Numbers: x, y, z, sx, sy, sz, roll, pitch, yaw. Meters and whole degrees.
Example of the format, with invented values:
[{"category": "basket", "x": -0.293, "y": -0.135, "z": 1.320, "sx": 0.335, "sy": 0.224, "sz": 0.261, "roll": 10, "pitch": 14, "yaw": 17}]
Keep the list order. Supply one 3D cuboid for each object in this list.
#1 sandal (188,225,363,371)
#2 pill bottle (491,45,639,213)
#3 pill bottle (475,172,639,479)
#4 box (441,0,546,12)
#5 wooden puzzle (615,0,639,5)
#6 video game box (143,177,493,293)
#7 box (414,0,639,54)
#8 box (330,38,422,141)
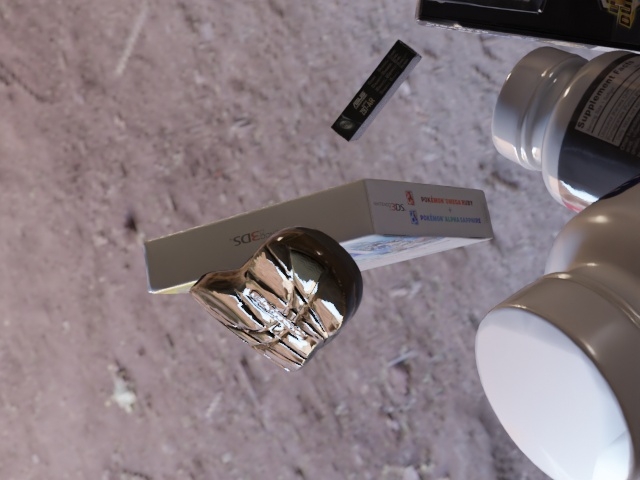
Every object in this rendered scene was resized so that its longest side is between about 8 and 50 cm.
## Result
[{"category": "sandal", "x": -0.021, "y": 0.027, "z": 0.821, "sx": 0.090, "sy": 0.060, "sz": 0.219, "roll": 42, "pitch": 156, "yaw": -2}, {"category": "pill bottle", "x": 0.338, "y": -0.089, "z": 1.323, "sx": 0.318, "sy": 0.176, "sz": 0.176, "roll": 29, "pitch": 127, "yaw": 36}, {"category": "pill bottle", "x": 0.159, "y": 0.021, "z": 0.534, "sx": 0.112, "sy": 0.186, "sz": 0.112, "roll": 42, "pitch": 148, "yaw": 34}, {"category": "box", "x": 0.113, "y": -0.364, "z": 1.087, "sx": 0.097, "sy": 0.395, "sz": 0.318, "roll": 35, "pitch": 114, "yaw": 32}, {"category": "wooden puzzle", "x": 0.311, "y": -0.260, "z": 1.255, "sx": 0.049, "sy": 0.006, "sz": 0.083, "roll": 52, "pitch": 123, "yaw": 35}, {"category": "video game box", "x": 0.000, "y": 0.000, "z": 0.999, "sx": 0.205, "sy": 0.187, "sz": 0.048, "roll": -15, "pitch": 84, "yaw": 31}, {"category": "box", "x": 0.274, "y": -0.377, "z": 1.508, "sx": 0.073, "sy": 0.293, "sz": 0.296, "roll": -104, "pitch": 23, "yaw": -86}, {"category": "box", "x": 0.043, "y": -0.113, "z": 0.991, "sx": 0.018, "sy": 0.067, "sz": 0.083, "roll": 39, "pitch": 100, "yaw": 3}]
